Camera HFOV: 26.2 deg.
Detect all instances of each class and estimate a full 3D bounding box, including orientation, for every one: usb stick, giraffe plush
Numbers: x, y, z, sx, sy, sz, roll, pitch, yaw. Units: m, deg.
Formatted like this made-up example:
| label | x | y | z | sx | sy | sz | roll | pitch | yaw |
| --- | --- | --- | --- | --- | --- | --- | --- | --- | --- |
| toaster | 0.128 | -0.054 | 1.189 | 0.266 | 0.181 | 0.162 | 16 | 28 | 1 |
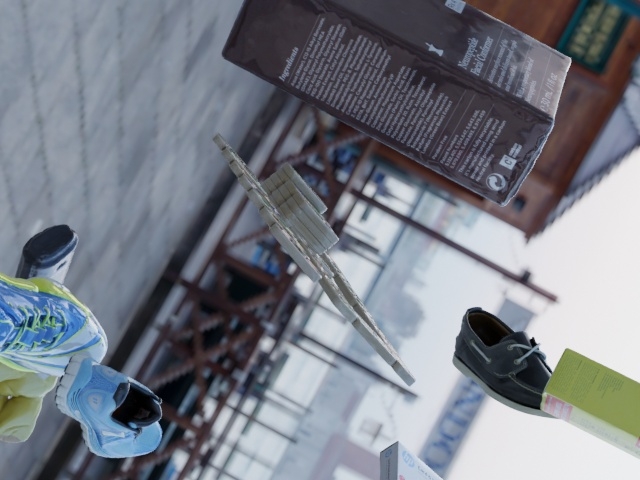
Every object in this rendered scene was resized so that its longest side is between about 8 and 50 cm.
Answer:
| label | x | y | z | sx | sy | sz | roll | pitch | yaw |
| --- | --- | --- | --- | --- | --- | --- | --- | --- | --- |
| usb stick | -0.353 | 0.069 | 1.701 | 0.077 | 0.045 | 0.278 | -35 | 166 | -34 |
| giraffe plush | -0.460 | 0.168 | 2.022 | 0.210 | 0.181 | 0.170 | -33 | -139 | 9 |

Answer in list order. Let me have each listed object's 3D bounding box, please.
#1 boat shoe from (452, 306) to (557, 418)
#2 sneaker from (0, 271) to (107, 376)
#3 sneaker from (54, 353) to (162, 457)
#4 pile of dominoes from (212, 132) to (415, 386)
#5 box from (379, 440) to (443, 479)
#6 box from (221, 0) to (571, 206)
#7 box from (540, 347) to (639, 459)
| label | x | y | z | sx | sy | sz | roll | pitch | yaw |
| --- | --- | --- | --- | --- | --- | --- | --- | --- | --- |
| boat shoe | 0.236 | 0.151 | 1.660 | 0.233 | 0.084 | 0.079 | 37 | -61 | 58 |
| sneaker | -0.275 | 0.077 | 1.182 | 0.091 | 0.240 | 0.126 | -52 | -145 | 9 |
| sneaker | -0.171 | 0.156 | 1.202 | 0.162 | 0.073 | 0.063 | 60 | 47 | -61 |
| pile of dominoes | 0.000 | 0.000 | 1.226 | 0.040 | 0.196 | 0.251 | -40 | -149 | 3 |
| box | 0.135 | 0.373 | 1.798 | 0.038 | 0.145 | 0.186 | -37 | -157 | 23 |
| box | 0.096 | -0.219 | 1.644 | 0.143 | 0.381 | 0.191 | -64 | 180 | 35 |
| box | 0.347 | 0.196 | 1.436 | 0.058 | 0.232 | 0.087 | -59 | 165 | -15 |
